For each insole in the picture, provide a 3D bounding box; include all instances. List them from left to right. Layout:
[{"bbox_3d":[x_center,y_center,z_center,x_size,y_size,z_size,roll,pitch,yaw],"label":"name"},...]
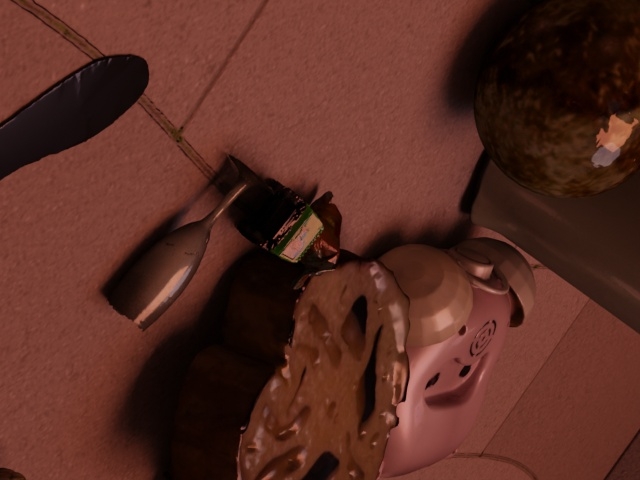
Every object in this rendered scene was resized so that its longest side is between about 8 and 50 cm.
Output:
[{"bbox_3d":[-0.242,-0.095,1.345,0.253,0.005,0.086,-35,149,-34],"label":"insole"}]

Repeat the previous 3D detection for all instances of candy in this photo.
[{"bbox_3d":[0.000,0.000,1.729,0.053,0.046,0.182,-51,-165,29],"label":"candy"}]

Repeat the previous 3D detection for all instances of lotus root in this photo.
[{"bbox_3d":[-0.018,0.191,1.827,0.390,0.111,0.375,-58,140,-30],"label":"lotus root"}]

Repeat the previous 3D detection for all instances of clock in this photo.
[{"bbox_3d":[0.139,0.149,2.126,0.342,0.184,0.325,-10,127,-62],"label":"clock"}]

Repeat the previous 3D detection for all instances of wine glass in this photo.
[{"bbox_3d":[-0.133,0.006,1.591,0.198,0.066,0.066,-49,155,-7],"label":"wine glass"}]

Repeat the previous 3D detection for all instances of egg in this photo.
[{"bbox_3d":[0.317,-0.189,1.906,0.289,0.238,0.238,-59,157,-14],"label":"egg"}]

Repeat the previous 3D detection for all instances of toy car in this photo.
[{"bbox_3d":[-0.039,-0.016,1.651,0.071,0.062,0.165,-53,-169,-1],"label":"toy car"}]

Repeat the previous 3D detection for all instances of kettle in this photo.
[{"bbox_3d":[0.449,-0.065,2.113,0.361,0.377,0.250,-47,150,-15],"label":"kettle"}]

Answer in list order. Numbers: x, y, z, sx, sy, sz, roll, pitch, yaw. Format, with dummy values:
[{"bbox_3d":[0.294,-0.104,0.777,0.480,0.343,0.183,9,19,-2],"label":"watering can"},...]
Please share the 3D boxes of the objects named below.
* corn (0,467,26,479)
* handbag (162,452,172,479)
[{"bbox_3d":[-0.386,0.306,1.523,0.253,0.086,0.086,-28,145,-41],"label":"corn"},{"bbox_3d":[-0.130,0.290,1.901,0.270,0.117,0.182,97,20,-50],"label":"handbag"}]
